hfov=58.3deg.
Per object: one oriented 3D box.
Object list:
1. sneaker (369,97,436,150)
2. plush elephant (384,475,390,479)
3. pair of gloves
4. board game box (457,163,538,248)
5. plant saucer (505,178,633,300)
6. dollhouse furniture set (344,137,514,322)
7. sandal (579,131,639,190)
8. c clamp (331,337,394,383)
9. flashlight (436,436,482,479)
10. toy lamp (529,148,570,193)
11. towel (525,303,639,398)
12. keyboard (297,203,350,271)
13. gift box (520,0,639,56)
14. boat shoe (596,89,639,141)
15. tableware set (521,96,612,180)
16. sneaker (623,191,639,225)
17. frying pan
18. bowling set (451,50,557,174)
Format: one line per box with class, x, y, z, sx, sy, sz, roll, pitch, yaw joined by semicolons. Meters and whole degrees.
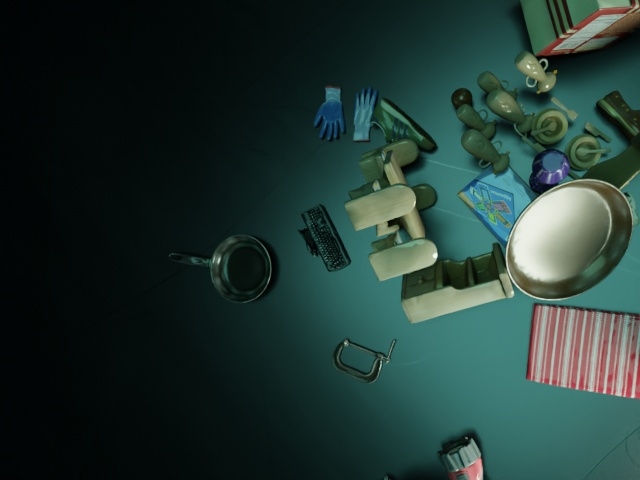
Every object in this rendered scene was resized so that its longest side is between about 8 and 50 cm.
sneaker;0.214;-0.290;1.541;0.192;0.064;0.086;43;118;7
plush elephant;0.248;0.755;1.384;0.255;0.330;0.272;40;102;-7
pair of gloves;0.079;-0.355;1.607;0.198;0.023;0.159;7;90;20
board game box;0.493;-0.060;1.449;0.145;0.027;0.281;-41;76;11
plant saucer;0.568;-0.004;1.333;0.311;0.050;0.310;-5;118;-9
dollhouse furniture set;0.265;-0.033;1.364;0.257;0.362;0.394;-19;109;18
sandal;0.720;-0.169;1.348;0.240;0.079;0.088;-52;48;41
c clamp;0.111;0.315;1.565;0.161;0.022;0.137;13;97;17
flashlight;0.400;0.645;1.412;0.103;0.103;0.303;-25;83;-18
toy lamp;0.522;-0.156;1.313;0.080;0.275;0.080;-1;88;19
towel;0.647;0.262;1.379;0.275;0.031;0.198;6;91;21
keyboard;0.000;0.000;1.608;0.100;0.038;0.192;-30;78;15
gift box;0.589;-0.585;1.308;0.255;0.276;0.257;-10;86;-22
boat shoe;0.737;-0.283;1.358;0.060;0.064;0.178;-42;73;14
tableware set;0.595;-0.242;1.377;0.194;0.039;0.128;33;99;-8
sneaker;0.729;-0.075;1.366;0.037;0.032;0.083;-12;83;18
frying pan;-0.288;0.097;1.693;0.327;0.053;0.197;-14;83;20
bowling set;0.440;-0.334;1.442;0.287;0.154;0.200;-55;29;12
